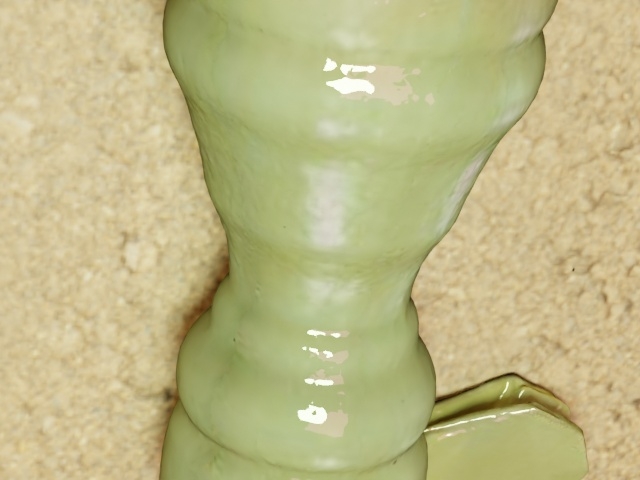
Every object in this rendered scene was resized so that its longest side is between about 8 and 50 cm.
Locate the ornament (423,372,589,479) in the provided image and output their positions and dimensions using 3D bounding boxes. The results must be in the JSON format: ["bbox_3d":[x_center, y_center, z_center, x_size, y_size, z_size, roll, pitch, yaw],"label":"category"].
[{"bbox_3d":[0.091,0.188,1.353,0.180,0.059,0.201,26,106,-25],"label":"ornament"}]

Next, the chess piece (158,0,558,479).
[{"bbox_3d":[0.000,0.000,1.145,0.234,0.234,0.442,-2,120,-19],"label":"chess piece"}]
